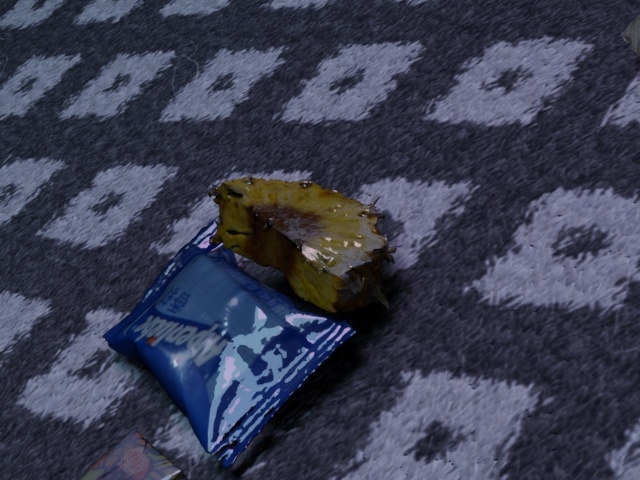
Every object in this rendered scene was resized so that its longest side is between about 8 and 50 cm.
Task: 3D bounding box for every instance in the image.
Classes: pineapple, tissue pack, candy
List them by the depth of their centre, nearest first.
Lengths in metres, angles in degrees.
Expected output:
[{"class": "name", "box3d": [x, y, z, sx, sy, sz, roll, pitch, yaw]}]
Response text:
[{"class": "tissue pack", "box3d": [-0.191, 0.252, 1.315, 0.148, 0.060, 0.108, -41, 33, -14]}, {"class": "candy", "box3d": [-0.102, 0.092, 1.457, 0.187, 0.077, 0.331, -45, 31, -9]}, {"class": "pineapple", "box3d": [0.000, -0.001, 1.459, 0.135, 0.079, 0.233, -20, 37, -34]}]

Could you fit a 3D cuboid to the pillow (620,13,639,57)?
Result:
[{"class": "pillow", "box3d": [0.397, -0.225, 1.466, 0.181, 0.078, 0.134, -33, 27, 4]}]
